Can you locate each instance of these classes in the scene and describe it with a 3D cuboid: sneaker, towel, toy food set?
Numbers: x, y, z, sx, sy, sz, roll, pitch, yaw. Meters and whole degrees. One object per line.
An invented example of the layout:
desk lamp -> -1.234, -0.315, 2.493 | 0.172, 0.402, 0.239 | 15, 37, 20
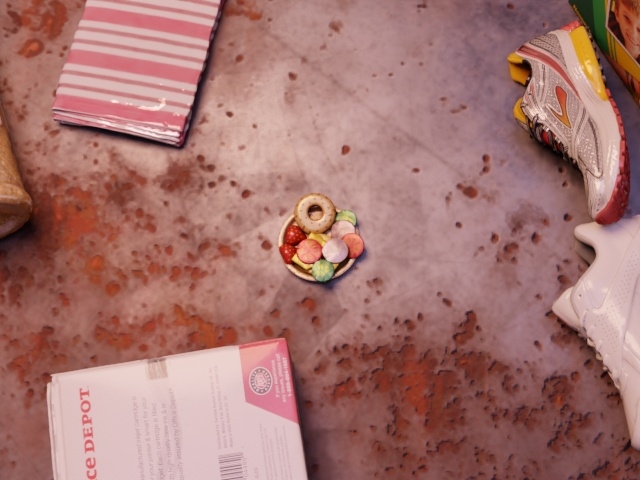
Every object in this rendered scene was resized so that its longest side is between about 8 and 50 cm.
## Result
sneaker -> 0.273, 0.085, 1.021 | 0.115, 0.090, 0.232 | -2, 64, 9
towel -> -0.186, -0.200, 1.157 | 0.144, 0.029, 0.197 | 12, 72, 7
toy food set -> 0.000, 0.000, 1.087 | 0.083, 0.020, 0.083 | 33, 77, 12
sneaker -> 0.240, -0.107, 1.071 | 0.093, 0.088, 0.225 | -16, 54, 9

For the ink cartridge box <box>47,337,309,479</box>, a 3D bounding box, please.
ink cartridge box -> -0.124, 0.187, 1.000 | 0.218, 0.092, 0.158 | -8, 73, -1

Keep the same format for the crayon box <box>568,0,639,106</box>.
crayon box -> 0.375, -0.168, 0.964 | 0.106, 0.313, 0.362 | -28, 73, -5

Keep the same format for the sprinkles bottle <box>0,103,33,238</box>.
sprinkles bottle -> -0.392, -0.169, 1.107 | 0.121, 0.121, 0.355 | -20, 73, -3
